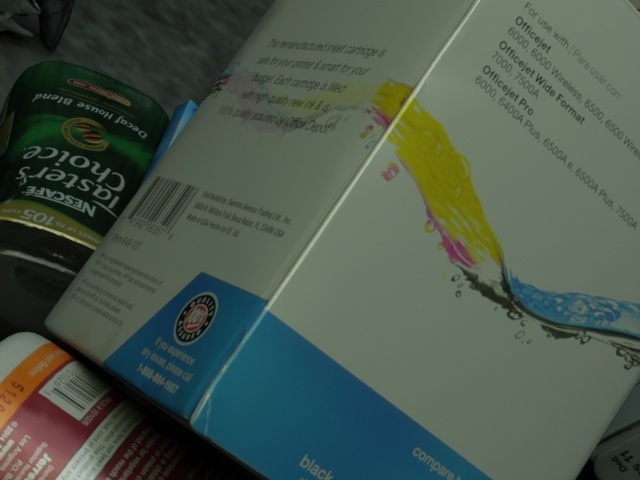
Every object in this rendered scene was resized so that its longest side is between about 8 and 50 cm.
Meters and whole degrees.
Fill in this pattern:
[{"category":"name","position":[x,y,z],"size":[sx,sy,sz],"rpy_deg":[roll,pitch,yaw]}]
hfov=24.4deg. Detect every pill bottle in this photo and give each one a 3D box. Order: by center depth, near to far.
[{"category":"pill bottle","position":[-0.067,0.145,0.606],"size":[0.221,0.121,0.121],"rpy_deg":[34,36,3]}]

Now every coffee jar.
[{"category":"coffee jar","position":[-0.137,-0.011,0.775],"size":[0.096,0.079,0.184],"rpy_deg":[22,37,-14]}]

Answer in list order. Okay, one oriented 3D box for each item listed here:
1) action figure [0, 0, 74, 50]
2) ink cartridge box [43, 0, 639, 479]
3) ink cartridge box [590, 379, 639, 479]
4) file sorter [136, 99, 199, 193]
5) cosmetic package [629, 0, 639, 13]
[{"category":"action figure","position":[-0.286,-0.189,0.869],"size":[0.285,0.099,0.185],"rpy_deg":[2,52,-29]},{"category":"ink cartridge box","position":[0.036,0.001,0.631],"size":[0.168,0.233,0.171],"rpy_deg":[39,-9,-27]},{"category":"ink cartridge box","position":[0.261,0.114,0.886],"size":[0.153,0.087,0.208],"rpy_deg":[50,37,-4]},{"category":"file sorter","position":[0.000,0.000,0.786],"size":[0.170,0.104,0.118],"rpy_deg":[51,29,-24]},{"category":"cosmetic package","position":[0.181,-0.136,1.117],"size":[0.296,0.129,0.153],"rpy_deg":[13,38,-25]}]
